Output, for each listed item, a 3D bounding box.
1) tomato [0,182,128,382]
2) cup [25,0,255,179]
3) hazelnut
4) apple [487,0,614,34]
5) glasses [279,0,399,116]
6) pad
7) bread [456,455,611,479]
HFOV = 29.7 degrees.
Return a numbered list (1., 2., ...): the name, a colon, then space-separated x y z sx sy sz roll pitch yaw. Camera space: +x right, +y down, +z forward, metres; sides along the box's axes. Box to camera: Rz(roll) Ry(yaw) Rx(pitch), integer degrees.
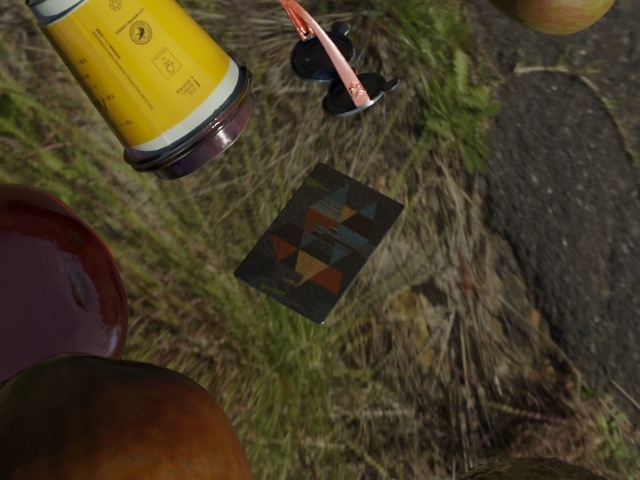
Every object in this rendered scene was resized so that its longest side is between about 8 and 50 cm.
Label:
1. tomato: -0.400 0.094 1.433 0.293 0.290 0.325 3 93 45
2. cup: -0.219 -0.222 1.473 0.196 0.196 0.279 -36 116 8
3. hazelnut: -0.171 0.182 0.800 0.251 0.217 0.217 -18 101 29
4. apple: 0.302 -0.412 1.608 0.234 0.257 0.257 21 101 -9
5. glasses: -0.016 -0.315 1.684 0.118 0.234 0.268 -32 131 1
6. pad: 0.000 0.000 1.597 0.143 0.003 0.211 28 66 17
7. bread: 0.213 0.311 0.998 0.159 0.305 0.305 -21 100 -16
